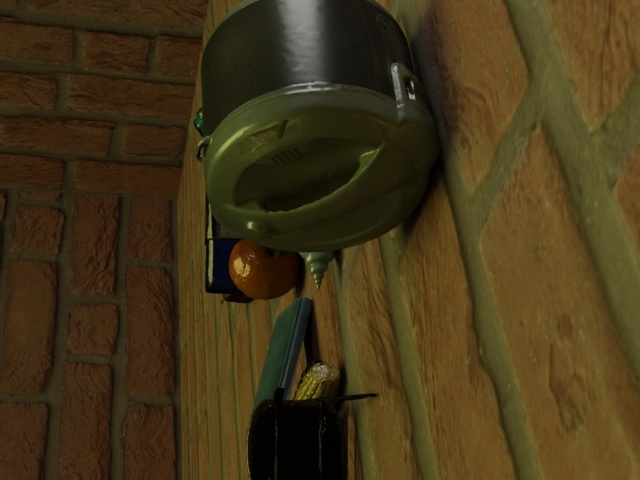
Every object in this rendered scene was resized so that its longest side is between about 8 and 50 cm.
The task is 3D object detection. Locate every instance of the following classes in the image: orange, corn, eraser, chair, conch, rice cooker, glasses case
[{"bbox_3d":[-0.106,0.050,2.010,0.117,0.135,0.135,126,148,-46],"label":"orange"},{"bbox_3d":[-0.013,0.264,1.693,0.072,0.072,0.203,-99,18,-44],"label":"corn"},{"bbox_3d":[-0.164,-0.054,2.271,0.101,0.155,0.332,140,131,-76],"label":"eraser"},{"bbox_3d":[-0.019,0.299,1.530,0.247,0.172,0.158,148,124,-66],"label":"chair"},{"bbox_3d":[0.005,-0.002,1.727,0.065,0.088,0.180,-11,62,32],"label":"conch"},{"bbox_3d":[-0.006,-0.142,1.327,0.288,0.288,0.277,109,159,-50],"label":"rice cooker"},{"bbox_3d":[-0.070,0.219,1.827,0.266,0.056,0.105,-77,1,-46],"label":"glasses case"}]

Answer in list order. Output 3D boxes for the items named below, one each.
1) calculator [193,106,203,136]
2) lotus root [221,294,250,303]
[{"bbox_3d":[-0.164,-0.310,2.248,0.248,0.058,0.274,-42,13,0],"label":"calculator"},{"bbox_3d":[-0.203,0.067,2.590,0.170,0.074,0.260,106,161,-47],"label":"lotus root"}]
